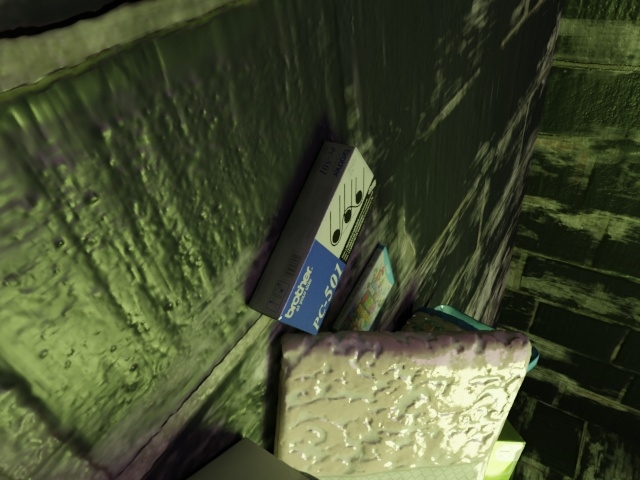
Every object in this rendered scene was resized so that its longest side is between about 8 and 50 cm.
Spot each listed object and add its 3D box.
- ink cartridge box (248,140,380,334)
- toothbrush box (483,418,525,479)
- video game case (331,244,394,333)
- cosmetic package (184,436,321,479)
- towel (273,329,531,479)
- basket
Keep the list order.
[{"bbox_3d":[0.000,0.000,0.511,0.097,0.046,0.207,40,71,-58],"label":"ink cartridge box"},{"bbox_3d":[0.168,0.380,0.761,0.122,0.284,0.206,-113,-146,-68],"label":"toothbrush box"},{"bbox_3d":[0.076,0.105,0.733,0.166,0.015,0.119,-57,148,-25],"label":"video game case"},{"bbox_3d":[-0.116,0.350,0.343,0.385,0.217,0.156,-8,112,-56],"label":"cosmetic package"},{"bbox_3d":[0.101,0.264,0.608,0.053,0.332,0.316,-116,-150,-66],"label":"towel"},{"bbox_3d":[0.299,0.254,0.955,0.289,0.255,0.200,-20,121,-41],"label":"basket"}]
